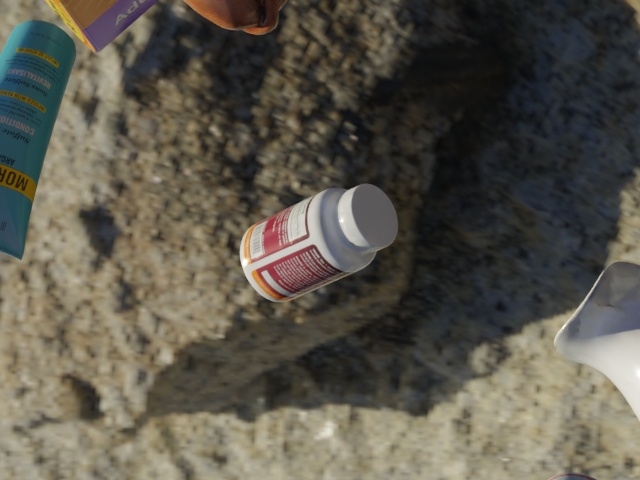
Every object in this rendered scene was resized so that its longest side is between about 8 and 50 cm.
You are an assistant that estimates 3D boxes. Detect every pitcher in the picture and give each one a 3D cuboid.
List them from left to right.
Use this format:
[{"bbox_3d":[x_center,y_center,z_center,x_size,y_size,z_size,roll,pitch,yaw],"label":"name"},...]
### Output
[{"bbox_3d":[0.287,0.107,1.229,0.207,0.178,0.125,40,110,22],"label":"pitcher"}]

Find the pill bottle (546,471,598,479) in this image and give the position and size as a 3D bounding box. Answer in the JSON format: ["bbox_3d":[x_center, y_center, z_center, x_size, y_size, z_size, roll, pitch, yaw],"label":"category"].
[{"bbox_3d":[0.254,0.304,1.771,0.087,0.160,0.087,3,106,11],"label":"pill bottle"}]

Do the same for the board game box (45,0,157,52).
[{"bbox_3d":[-0.133,-0.381,0.891,0.356,0.356,0.356,-42,80,-3],"label":"board game box"}]

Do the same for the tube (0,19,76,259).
[{"bbox_3d":[-0.232,-0.075,1.280,0.080,0.052,0.207,16,50,-5],"label":"tube"}]

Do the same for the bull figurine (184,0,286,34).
[{"bbox_3d":[-0.133,-0.269,1.227,0.310,0.188,0.101,36,56,22],"label":"bull figurine"}]

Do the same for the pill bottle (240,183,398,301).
[{"bbox_3d":[0.000,0.000,1.694,0.152,0.086,0.086,-24,72,41],"label":"pill bottle"}]
